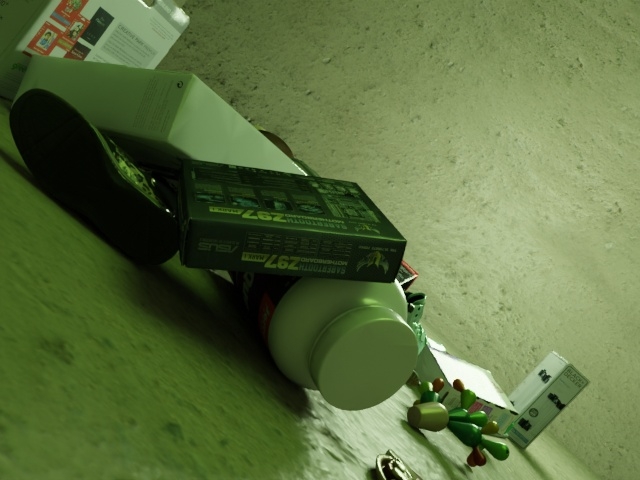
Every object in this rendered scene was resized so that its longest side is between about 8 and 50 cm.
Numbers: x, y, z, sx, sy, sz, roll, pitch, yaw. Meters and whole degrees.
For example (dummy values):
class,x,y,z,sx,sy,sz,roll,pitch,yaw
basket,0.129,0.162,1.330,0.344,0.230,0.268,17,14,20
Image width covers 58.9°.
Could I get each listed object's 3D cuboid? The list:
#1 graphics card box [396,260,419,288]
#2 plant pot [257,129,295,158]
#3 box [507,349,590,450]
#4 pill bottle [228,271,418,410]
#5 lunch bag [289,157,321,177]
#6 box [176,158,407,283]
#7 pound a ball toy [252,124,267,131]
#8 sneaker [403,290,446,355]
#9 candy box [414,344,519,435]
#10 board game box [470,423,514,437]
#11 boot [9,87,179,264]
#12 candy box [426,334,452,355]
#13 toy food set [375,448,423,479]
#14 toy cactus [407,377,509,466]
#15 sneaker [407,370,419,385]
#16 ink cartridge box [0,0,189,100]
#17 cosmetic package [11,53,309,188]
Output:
class,x,y,z,sx,sy,sz,roll,pitch,yaw
graphics card box,0.111,0.079,1.563,0.233,0.094,0.371,43,21,15
plant pot,-0.193,-0.146,1.300,0.215,0.215,0.230,42,20,8
box,0.672,0.487,1.746,0.087,0.290,0.169,41,4,3
pill bottle,-0.007,0.071,0.755,0.181,0.181,0.323,38,6,-34
lunch bag,0.000,0.000,1.259,0.305,0.212,0.256,44,6,18
box,-0.043,-0.025,0.647,0.232,0.059,0.183,5,24,-19
pound a ball toy,-0.274,-0.266,1.516,0.136,0.208,0.319,43,6,12
sneaker,0.245,0.212,1.390,0.256,0.151,0.094,26,20,-26
candy box,0.329,0.341,1.303,0.196,0.070,0.165,25,17,-18
board game box,0.351,0.381,1.597,0.390,0.050,0.390,44,6,35
boot,-0.255,-0.075,0.701,0.236,0.085,0.178,47,2,-9
candy box,0.317,0.297,1.609,0.206,0.027,0.105,38,2,-36
toy food set,0.117,0.287,0.638,0.132,0.038,0.192,42,5,13
toy cactus,0.221,0.317,1.000,0.180,0.112,0.219,15,22,-34
sneaker,0.183,0.283,1.243,0.083,0.032,0.037,41,5,-6
ink cartridge box,-0.385,-0.338,0.895,0.130,0.272,0.309,42,4,7
cosmetic package,-0.213,-0.138,0.873,0.284,0.097,0.377,17,-7,26
